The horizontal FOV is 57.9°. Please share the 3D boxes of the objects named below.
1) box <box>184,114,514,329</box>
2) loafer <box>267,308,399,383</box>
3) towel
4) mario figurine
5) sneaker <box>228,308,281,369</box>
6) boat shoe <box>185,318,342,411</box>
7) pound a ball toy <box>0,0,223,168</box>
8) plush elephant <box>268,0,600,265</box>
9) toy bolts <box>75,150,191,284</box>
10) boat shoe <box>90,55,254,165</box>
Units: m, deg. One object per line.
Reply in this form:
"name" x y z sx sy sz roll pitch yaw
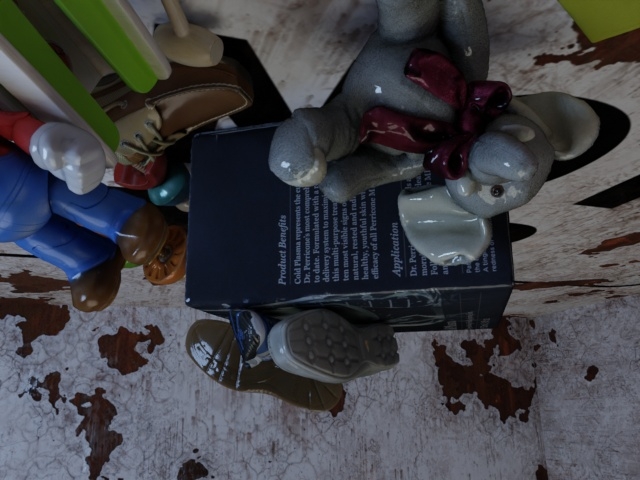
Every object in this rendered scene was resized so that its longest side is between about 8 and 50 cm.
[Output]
"box" 0.079 0.002 1.041 0.472 0.297 0.480 -3 164 14
"loafer" 0.014 0.172 0.894 0.112 0.112 0.319 -20 157 27
"towel" 0.284 -0.272 0.584 0.102 0.021 0.237 -8 165 42
"mario figurine" -0.300 -0.032 0.483 0.321 0.198 0.170 32 171 -33
"sneaker" -0.089 0.139 0.872 0.081 0.080 0.211 -18 165 -10
"boat shoe" -0.098 0.217 1.011 0.285 0.104 0.089 24 180 5
"pound a ball toy" -0.240 -0.217 0.519 0.136 0.208 0.319 15 159 23
"plush elephant" 0.146 -0.117 0.637 0.255 0.271 0.330 36 -169 14
"toy bolts" -0.292 -0.033 0.996 0.218 0.228 0.158 -5 155 33
"boat shoe" -0.240 -0.154 0.761 0.324 0.119 0.122 -7 163 20
